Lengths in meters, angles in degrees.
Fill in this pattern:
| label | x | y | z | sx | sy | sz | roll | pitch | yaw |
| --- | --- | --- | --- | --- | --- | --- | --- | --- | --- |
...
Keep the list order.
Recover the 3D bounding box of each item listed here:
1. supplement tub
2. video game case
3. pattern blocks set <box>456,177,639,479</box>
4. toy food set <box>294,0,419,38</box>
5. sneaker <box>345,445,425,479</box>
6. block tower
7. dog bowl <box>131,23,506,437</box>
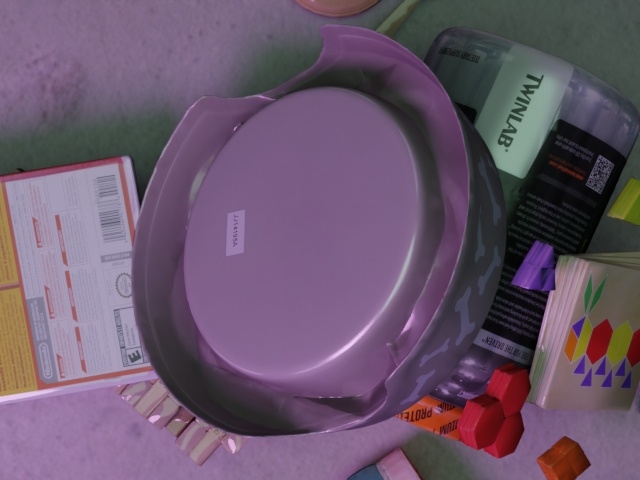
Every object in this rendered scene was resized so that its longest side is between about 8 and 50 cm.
| label | x | y | z | sx | sy | sz | roll | pitch | yaw |
| --- | --- | --- | --- | --- | --- | --- | --- | --- | --- |
| supplement tub | 0.134 | -0.003 | 1.252 | 0.207 | 0.207 | 0.338 | 24 | 90 | -2 |
| video game case | -0.293 | 0.046 | 1.240 | 0.285 | 0.025 | 0.204 | -9 | 92 | -3 |
| pattern blocks set | 0.248 | 0.083 | 1.236 | 0.026 | 0.324 | 0.286 | 21 | 89 | 39 |
| toy food set | 0.020 | -0.280 | 1.330 | 0.192 | 0.038 | 0.132 | 42 | 97 | -8 |
| sneaker | 0.109 | 0.353 | 1.318 | 0.121 | 0.108 | 0.302 | -33 | 84 | 0 |
| block tower | -0.194 | 0.075 | 1.303 | 0.335 | 0.097 | 0.091 | 41 | 90 | -1 |
| dog bowl | 0.000 | 0.000 | 1.154 | 0.348 | 0.102 | 0.349 | -14 | 66 | 35 |
